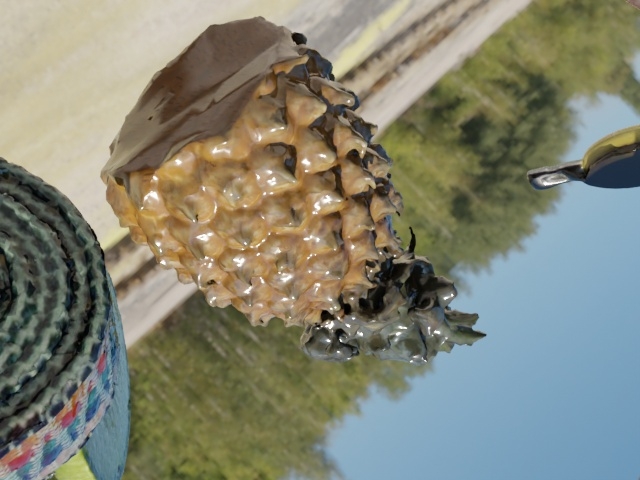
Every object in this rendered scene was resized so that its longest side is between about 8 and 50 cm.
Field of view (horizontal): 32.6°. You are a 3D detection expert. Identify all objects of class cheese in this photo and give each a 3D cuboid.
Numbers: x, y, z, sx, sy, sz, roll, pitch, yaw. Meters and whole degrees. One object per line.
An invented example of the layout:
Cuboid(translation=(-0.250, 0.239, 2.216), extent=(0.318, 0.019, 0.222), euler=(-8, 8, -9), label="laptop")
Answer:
Cuboid(translation=(0.302, -0.080, 1.176), extent=(0.162, 0.086, 0.036), euler=(-14, -125, 29), label="cheese")

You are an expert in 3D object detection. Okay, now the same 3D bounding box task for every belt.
Cuboid(translation=(-0.261, 0.072, 0.631), extent=(0.295, 0.207, 0.160), euler=(-24, 160, -19), label="belt")

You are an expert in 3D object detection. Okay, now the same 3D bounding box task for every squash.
Cuboid(translation=(-0.194, 0.099, 0.902), extent=(0.041, 0.219, 0.219), euler=(-12, -178, 4), label="squash")

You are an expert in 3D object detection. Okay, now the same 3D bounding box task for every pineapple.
Cuboid(translation=(-0.002, 0.001, 0.915), extent=(0.222, 0.357, 0.223), euler=(-30, -147, 22), label="pineapple")

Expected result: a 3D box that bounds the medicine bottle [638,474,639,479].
Cuboid(translation=(0.342, 0.217, 1.003), extent=(0.090, 0.090, 0.217), euler=(-42, 148, -75), label="medicine bottle")

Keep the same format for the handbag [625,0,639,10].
Cuboid(translation=(0.400, -0.264, 1.070), extent=(0.298, 0.171, 0.151), euler=(-119, -136, -73), label="handbag")
